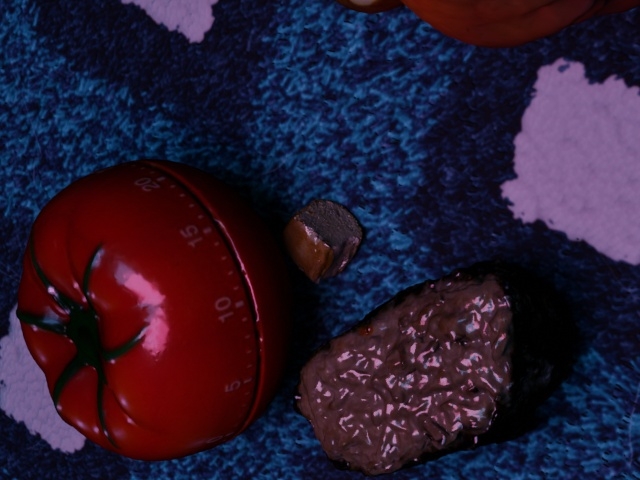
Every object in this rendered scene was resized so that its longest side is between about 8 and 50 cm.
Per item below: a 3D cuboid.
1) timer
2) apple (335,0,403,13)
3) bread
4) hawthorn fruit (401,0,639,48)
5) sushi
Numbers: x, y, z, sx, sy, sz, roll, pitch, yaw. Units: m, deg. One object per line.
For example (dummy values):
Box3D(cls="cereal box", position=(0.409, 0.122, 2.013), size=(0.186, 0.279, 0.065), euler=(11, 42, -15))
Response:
Box3D(cls="timer", position=(-0.205, 0.085, 2.111), size=(0.378, 0.279, 0.378), euler=(23, 123, 41))
Box3D(cls="apple", position=(0.051, -0.349, 1.929), size=(0.195, 0.160, 0.173), euler=(30, 111, 29))
Box3D(cls="bread", position=(0.001, 0.000, 2.092), size=(0.083, 0.077, 0.070), euler=(45, 133, 19))
Box3D(cls="hawthorn fruit", position=(0.208, -0.438, 1.645), size=(0.472, 0.472, 0.471), euler=(8, 104, 34))
Box3D(cls="sushi", position=(0.127, 0.160, 1.972), size=(0.350, 0.171, 0.211), euler=(-28, 81, 35))
